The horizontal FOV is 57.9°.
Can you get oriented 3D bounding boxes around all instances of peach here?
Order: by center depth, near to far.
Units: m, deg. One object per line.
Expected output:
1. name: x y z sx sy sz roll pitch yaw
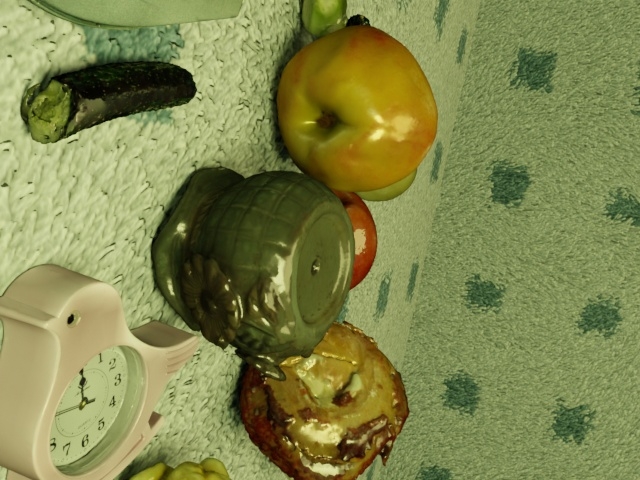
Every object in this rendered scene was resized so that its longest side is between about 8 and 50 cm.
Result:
1. peach: 0.070 -0.229 1.044 0.308 0.289 0.289 -25 126 -54

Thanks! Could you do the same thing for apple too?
1. apple: 0.000 0.000 1.092 0.218 0.218 0.201 -50 155 -50
2. apple: 0.134 -0.184 1.389 0.200 0.200 0.200 13 90 -70

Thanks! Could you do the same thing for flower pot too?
1. flower pot: -0.091 0.044 0.856 0.302 0.213 0.302 -29 124 -58

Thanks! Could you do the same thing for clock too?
1. clock: -0.259 0.152 0.705 0.290 0.080 0.275 -30 130 -64

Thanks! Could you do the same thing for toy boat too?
1. toy boat: -0.191 -0.294 0.597 0.319 0.092 0.141 -35 136 -51

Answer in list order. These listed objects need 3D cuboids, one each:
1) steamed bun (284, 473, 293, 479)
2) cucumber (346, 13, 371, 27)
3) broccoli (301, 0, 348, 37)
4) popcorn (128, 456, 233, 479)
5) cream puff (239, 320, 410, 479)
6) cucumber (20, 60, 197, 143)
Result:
1. steamed bun: 0.002 0.448 1.405 0.275 0.206 0.320 -42 169 -42
2. cucumber: 0.072 -0.363 1.185 0.300 0.072 0.072 84 25 -69
3. broccoli: 0.017 -0.489 0.904 0.252 0.221 0.361 -111 -162 -57
4. popcorn: -0.209 0.465 0.851 0.252 0.215 0.286 -6 104 -62
5. cream puff: -0.002 0.328 1.159 0.350 0.350 0.229 -56 170 -44
6. cucumber: -0.217 -0.168 0.647 0.245 0.067 0.067 -47 145 -57
